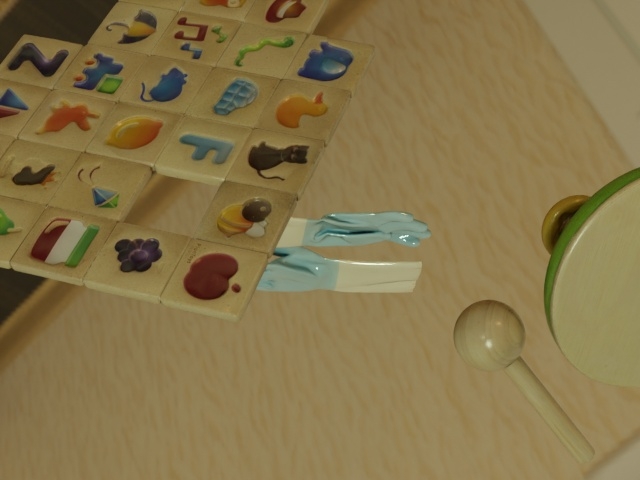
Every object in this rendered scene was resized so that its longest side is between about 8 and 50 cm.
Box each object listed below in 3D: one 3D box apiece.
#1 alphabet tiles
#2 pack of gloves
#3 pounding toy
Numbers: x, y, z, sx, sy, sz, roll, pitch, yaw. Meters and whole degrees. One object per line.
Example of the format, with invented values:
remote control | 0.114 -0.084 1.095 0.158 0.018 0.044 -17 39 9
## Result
alphabet tiles | -0.089 -0.068 0.694 0.198 0.237 0.009 12 140 17
pack of gloves | 0.000 0.000 1.438 0.232 0.046 0.195 0 154 -6
pounding toy | 0.217 0.025 1.004 0.237 0.110 0.183 -44 121 7
